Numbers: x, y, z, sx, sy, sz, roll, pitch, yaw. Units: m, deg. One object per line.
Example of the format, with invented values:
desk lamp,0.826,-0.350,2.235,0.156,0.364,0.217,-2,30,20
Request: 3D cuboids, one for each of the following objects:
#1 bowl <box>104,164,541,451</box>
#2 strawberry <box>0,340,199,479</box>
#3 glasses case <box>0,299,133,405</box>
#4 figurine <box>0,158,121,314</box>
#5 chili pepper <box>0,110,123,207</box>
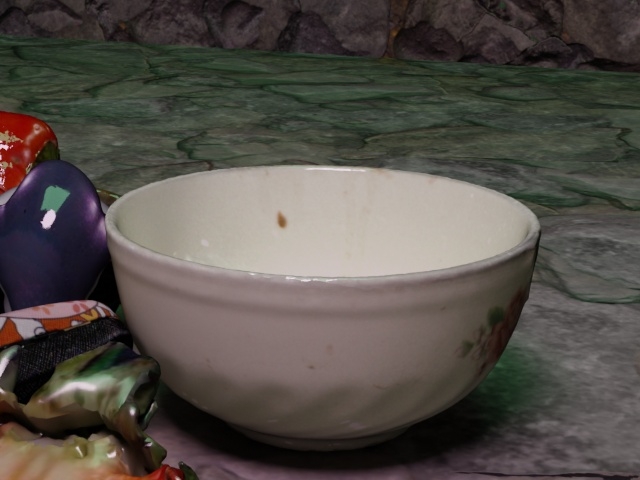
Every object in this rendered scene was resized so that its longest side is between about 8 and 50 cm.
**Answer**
bowl,-0.001,0.045,0.782,0.277,0.145,0.277,3,16,-1
strawberry,-0.136,0.156,0.487,0.188,0.106,0.286,2,29,16
glasses case,-0.205,0.097,0.644,0.067,0.103,0.267,43,29,19
figurine,-0.200,0.006,0.907,0.145,0.145,0.222,-2,13,-12
chili pepper,-0.313,-0.060,1.131,0.339,0.134,0.131,-2,4,-6
